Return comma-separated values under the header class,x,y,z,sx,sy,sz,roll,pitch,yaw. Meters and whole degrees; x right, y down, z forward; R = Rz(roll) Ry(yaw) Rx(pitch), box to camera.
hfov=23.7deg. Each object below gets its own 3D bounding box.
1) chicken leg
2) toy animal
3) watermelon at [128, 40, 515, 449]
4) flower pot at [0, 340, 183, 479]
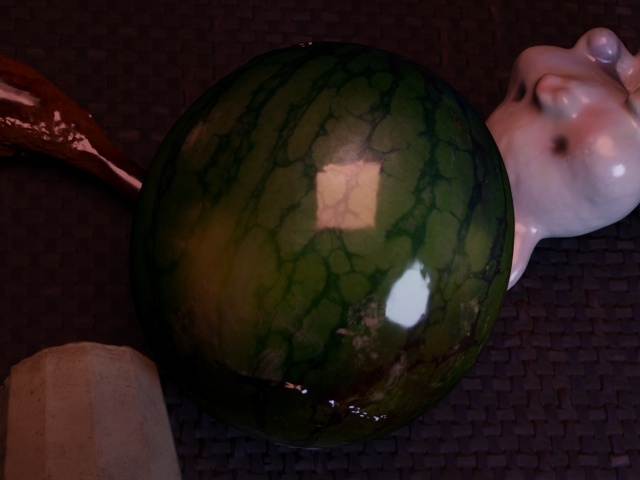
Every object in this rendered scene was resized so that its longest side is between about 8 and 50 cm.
class,x,y,z,sx,sy,sz,roll,pitch,yaw
chicken leg,-0.303,-0.101,1.459,0.407,0.096,0.158,13,66,-9
toy animal,0.264,-0.073,1.513,0.368,0.241,0.196,-19,45,-11
watermelon,0.000,0.000,1.338,0.363,0.363,0.363,5,63,-10
flower pot,-0.200,0.210,1.283,0.212,0.212,0.202,-3,52,-14
